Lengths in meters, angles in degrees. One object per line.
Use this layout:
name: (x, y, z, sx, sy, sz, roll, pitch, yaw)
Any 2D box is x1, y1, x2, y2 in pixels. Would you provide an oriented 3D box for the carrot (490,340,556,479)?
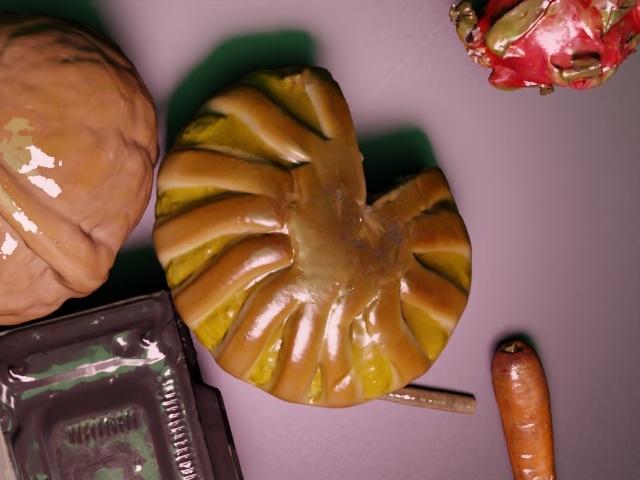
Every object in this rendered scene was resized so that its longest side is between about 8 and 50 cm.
carrot: (0.217, 0.217, 1.823, 0.059, 0.059, 0.248, -10, 109, -2)

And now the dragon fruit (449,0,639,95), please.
dragon fruit: (0.218, -0.217, 1.655, 0.172, 0.160, 0.166, -36, 129, 4)

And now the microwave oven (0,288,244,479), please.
microwave oven: (-0.201, 0.213, 1.671, 0.237, 0.181, 0.295, -14, 85, 0)

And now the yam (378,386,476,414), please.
yam: (0.106, 0.164, 1.813, 0.116, 0.021, 0.021, 10, 104, -9)

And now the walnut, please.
walnut: (-0.287, -0.071, 1.583, 0.296, 0.285, 0.285, -44, 105, -1)

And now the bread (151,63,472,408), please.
bread: (0.000, 0.000, 1.638, 0.333, 0.160, 0.333, 5, 78, -25)
